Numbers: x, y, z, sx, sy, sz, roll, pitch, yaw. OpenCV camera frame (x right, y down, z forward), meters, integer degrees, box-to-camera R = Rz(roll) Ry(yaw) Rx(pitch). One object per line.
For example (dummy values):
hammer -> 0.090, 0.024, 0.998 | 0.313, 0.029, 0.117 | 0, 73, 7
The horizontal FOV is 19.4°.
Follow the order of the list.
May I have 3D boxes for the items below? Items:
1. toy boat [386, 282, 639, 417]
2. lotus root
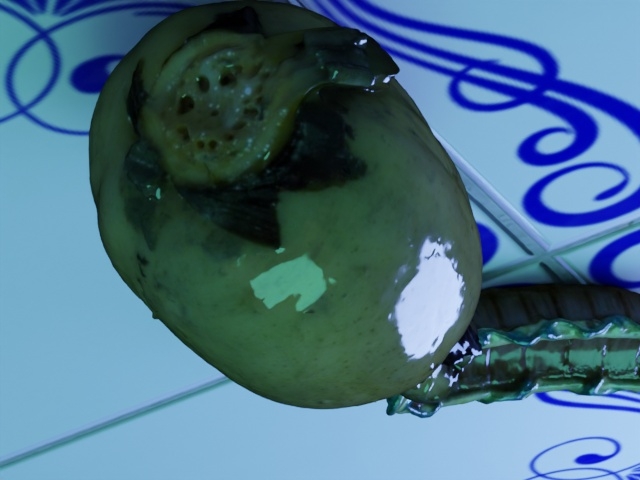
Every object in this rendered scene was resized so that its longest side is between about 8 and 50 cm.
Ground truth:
toy boat -> 0.182, 0.080, 1.233 | 0.293, 0.099, 0.108 | 4, 149, -9
lotus root -> 0.000, 0.000, 0.942 | 0.183, 0.182, 0.310 | -19, 150, 16
